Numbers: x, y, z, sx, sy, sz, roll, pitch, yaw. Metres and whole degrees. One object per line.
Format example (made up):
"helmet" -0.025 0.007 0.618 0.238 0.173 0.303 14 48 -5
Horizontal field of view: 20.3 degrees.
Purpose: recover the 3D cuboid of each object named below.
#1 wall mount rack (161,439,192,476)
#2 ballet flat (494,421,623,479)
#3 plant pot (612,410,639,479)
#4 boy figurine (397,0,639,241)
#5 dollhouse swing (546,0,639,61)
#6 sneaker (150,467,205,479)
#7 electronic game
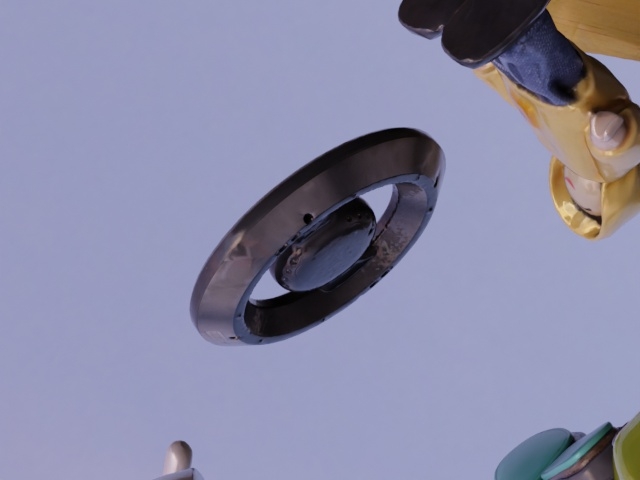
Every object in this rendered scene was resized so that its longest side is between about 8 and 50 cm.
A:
"wall mount rack" -0.026 0.309 1.227 0.350 0.130 0.304 34 161 37
"ballet flat" 0.161 0.156 1.111 0.074 0.203 0.074 2 -100 -9
"plant pot" 0.281 0.140 0.919 0.207 0.228 0.227 37 -107 28
"boy figurine" 0.159 -0.099 1.256 0.177 0.092 0.285 40 176 40
"dollhouse swing" 0.238 -0.373 1.447 0.315 0.305 0.347 13 -139 21
"sneaker" -0.056 0.215 0.697 0.126 0.127 0.321 -114 3 -48
"electronic game" 0.000 0.000 1.341 0.229 0.229 0.048 -11 -125 -49
